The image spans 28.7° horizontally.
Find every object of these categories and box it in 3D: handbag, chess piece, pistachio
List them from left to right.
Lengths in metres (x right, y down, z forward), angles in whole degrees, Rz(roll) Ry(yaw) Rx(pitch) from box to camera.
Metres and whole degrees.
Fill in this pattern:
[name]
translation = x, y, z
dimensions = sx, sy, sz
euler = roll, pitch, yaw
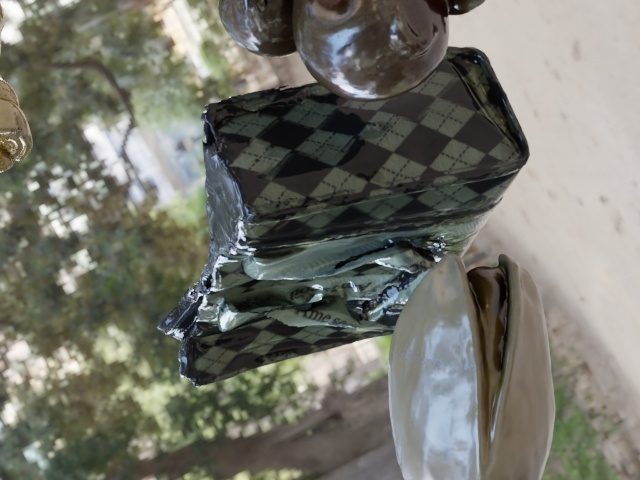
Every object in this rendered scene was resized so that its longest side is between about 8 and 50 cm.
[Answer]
[chess piece]
translation = -0.209, -0.101, 0.739
dimensions = 0.066, 0.066, 0.122
euler = 64, -178, -64
[handbag]
translation = 0.000, 0.000, 1.294
dimensions = 0.416, 0.316, 0.180
euler = 112, 137, -60
[pistachio]
translation = 0.126, 0.127, 1.030
dimensions = 0.153, 0.137, 0.238
euler = -161, 69, -78

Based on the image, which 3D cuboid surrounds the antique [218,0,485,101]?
[antique]
translation = 0.010, -0.197, 1.051
dimensions = 0.256, 0.143, 0.121
euler = 27, 168, 41
